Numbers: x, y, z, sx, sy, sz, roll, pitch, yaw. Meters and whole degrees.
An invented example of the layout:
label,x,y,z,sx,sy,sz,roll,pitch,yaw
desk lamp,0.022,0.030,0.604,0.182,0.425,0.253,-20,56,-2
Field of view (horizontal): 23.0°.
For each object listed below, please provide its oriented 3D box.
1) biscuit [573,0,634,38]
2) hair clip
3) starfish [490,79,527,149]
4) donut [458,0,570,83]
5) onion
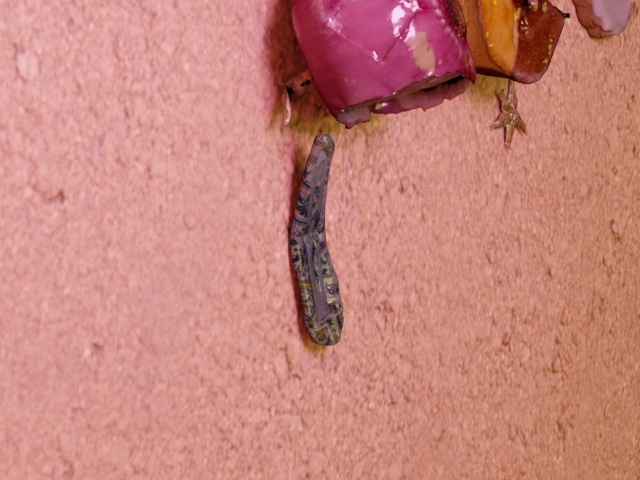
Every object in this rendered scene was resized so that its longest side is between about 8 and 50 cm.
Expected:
label,x,y,z,sx,sy,sz,roll,pitch,yaw
biscuit,0.394,-0.385,2.123,0.181,0.049,0.208,47,57,-49
hair clip,-0.002,0.000,1.589,0.066,0.036,0.229,-26,121,-47
starfish,0.237,-0.158,1.948,0.086,0.016,0.092,12,81,-58
donut,0.194,-0.258,1.807,0.217,0.085,0.141,42,60,-49
onion,0.058,-0.211,1.538,0.207,0.201,0.200,-5,98,-43
